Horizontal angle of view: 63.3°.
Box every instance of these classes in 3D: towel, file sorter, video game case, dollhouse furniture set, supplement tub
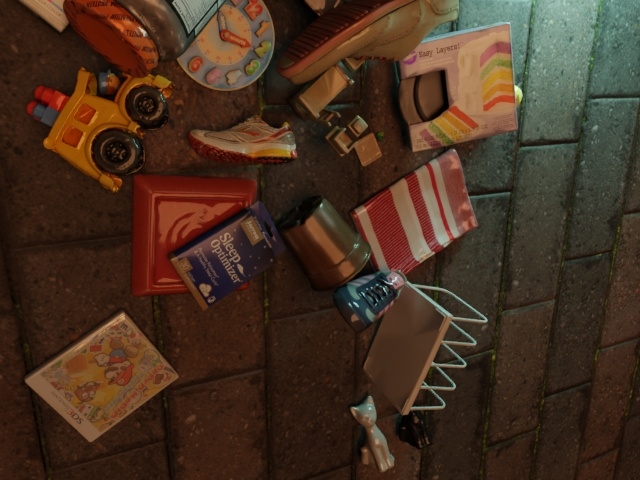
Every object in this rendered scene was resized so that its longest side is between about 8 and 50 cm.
[{"bbox_3d":[0.251,-0.057,1.333,0.329,0.037,0.237,-32,116,-14],"label":"towel"},{"bbox_3d":[0.269,0.274,1.339,0.173,0.193,0.278,12,107,-33],"label":"file sorter"},{"bbox_3d":[-0.451,0.287,1.092,0.227,0.026,0.206,-36,118,-13],"label":"video game case"},{"bbox_3d":[0.054,-0.300,1.110,0.182,0.101,0.161,-45,109,-8],"label":"dollhouse furniture set"},{"bbox_3d":[-0.250,-0.432,0.841,0.193,0.193,0.316,43,71,-30],"label":"supplement tub"}]

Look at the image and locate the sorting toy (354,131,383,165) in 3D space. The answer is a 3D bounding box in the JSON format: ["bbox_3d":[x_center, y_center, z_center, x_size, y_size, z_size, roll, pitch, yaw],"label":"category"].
[{"bbox_3d":[0.122,-0.222,1.230,0.083,0.012,0.062,-32,112,-11],"label":"sorting toy"}]

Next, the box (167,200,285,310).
[{"bbox_3d":[-0.186,0.029,1.087,0.225,0.036,0.137,-34,118,-15],"label":"box"}]

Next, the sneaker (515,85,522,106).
[{"bbox_3d":[0.404,-0.369,1.281,0.240,0.091,0.126,28,93,-31],"label":"sneaker"}]

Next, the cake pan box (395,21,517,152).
[{"bbox_3d":[0.308,-0.350,1.202,0.266,0.070,0.246,-10,111,4],"label":"cake pan box"}]

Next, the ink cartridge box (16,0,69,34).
[{"bbox_3d":[-0.416,-0.461,0.858,0.109,0.062,0.209,38,86,-29],"label":"ink cartridge box"}]

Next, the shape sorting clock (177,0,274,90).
[{"bbox_3d":[-0.187,-0.397,1.005,0.206,0.040,0.206,-8,108,-24],"label":"shape sorting clock"}]

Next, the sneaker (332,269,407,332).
[{"bbox_3d":[0.120,0.117,1.175,0.131,0.319,0.112,-36,86,14],"label":"sneaker"}]

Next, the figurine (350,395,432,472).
[{"bbox_3d":[0.193,0.508,1.458,0.214,0.092,0.210,-22,106,-18],"label":"figurine"}]

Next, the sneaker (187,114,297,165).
[{"bbox_3d":[-0.159,-0.208,1.065,0.225,0.088,0.093,-1,85,-27],"label":"sneaker"}]

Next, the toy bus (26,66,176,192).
[{"bbox_3d":[-0.389,-0.225,0.913,0.211,0.149,0.220,30,89,-15],"label":"toy bus"}]

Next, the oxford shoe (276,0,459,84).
[{"bbox_3d":[0.105,-0.388,0.990,0.396,0.140,0.147,-31,129,-2],"label":"oxford shoe"}]

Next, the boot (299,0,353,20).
[{"bbox_3d":[0.073,-0.511,1.037,0.263,0.091,0.229,32,96,-27],"label":"boot"}]

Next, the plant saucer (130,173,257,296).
[{"bbox_3d":[-0.257,-0.003,1.089,0.258,0.047,0.259,-1,105,-26],"label":"plant saucer"}]

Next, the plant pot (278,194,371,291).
[{"bbox_3d":[0.000,0.000,1.161,0.167,0.167,0.165,-42,112,-9],"label":"plant pot"}]
